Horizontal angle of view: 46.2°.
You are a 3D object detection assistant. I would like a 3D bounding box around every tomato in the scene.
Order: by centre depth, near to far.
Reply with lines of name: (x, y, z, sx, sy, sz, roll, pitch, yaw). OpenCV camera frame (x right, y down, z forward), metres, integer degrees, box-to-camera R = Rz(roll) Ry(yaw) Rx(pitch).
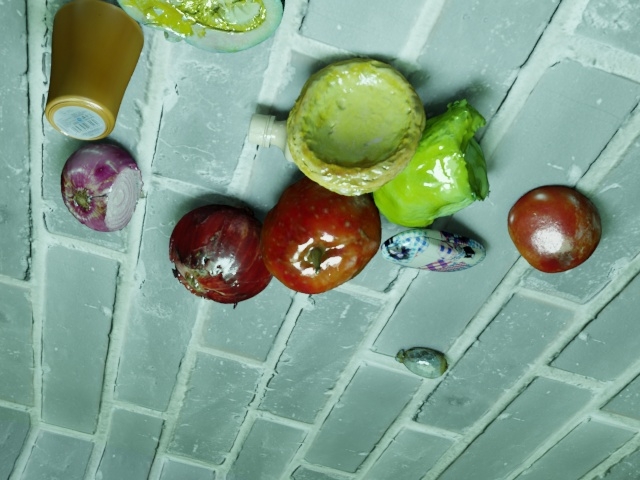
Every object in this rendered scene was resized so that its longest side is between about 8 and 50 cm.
tomato: (0.557, -0.007, 1.758, 0.200, 0.139, 0.233, -32, 124, 28)

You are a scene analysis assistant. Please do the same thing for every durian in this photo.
durian: (0.242, -0.136, 1.632, 0.340, 0.204, 0.256, -25, 139, 33)

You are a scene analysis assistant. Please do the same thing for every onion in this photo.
onion: (-0.534, -0.132, 1.799, 0.201, 0.200, 0.207, 9, 150, 0)
onion: (-0.243, 0.028, 1.871, 0.276, 0.276, 0.276, 5, 137, 5)

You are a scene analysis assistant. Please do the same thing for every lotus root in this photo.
lotus root: (0.304, 0.365, 2.250, 0.165, 0.088, 0.088, 14, 138, 10)

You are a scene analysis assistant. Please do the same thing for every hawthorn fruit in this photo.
hawthorn fruit: (0.000, 0.000, 1.713, 0.287, 0.330, 0.287, 1, 113, 3)

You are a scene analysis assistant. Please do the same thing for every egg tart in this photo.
egg tart: (0.073, -0.224, 1.533, 0.294, 0.293, 0.123, 5, 165, 5)

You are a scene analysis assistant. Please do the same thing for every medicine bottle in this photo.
medicine bottle: (-0.032, -0.222, 1.649, 0.252, 0.114, 0.114, 11, 137, -2)

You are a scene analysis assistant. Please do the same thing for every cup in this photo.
cup: (-0.464, -0.329, 1.519, 0.183, 0.263, 0.226, 7, 149, -9)

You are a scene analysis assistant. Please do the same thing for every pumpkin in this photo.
pumpkin: (-0.204, -0.491, 1.336, 0.293, 0.196, 0.263, 24, 149, -25)

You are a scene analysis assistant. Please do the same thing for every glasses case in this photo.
glasses case: (0.276, 0.027, 1.810, 0.125, 0.076, 0.328, -24, 156, 39)

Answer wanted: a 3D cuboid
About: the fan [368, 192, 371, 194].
fan: (0.055, -0.118, 1.824, 0.113, 0.005, 0.175, 29, 134, -20)
